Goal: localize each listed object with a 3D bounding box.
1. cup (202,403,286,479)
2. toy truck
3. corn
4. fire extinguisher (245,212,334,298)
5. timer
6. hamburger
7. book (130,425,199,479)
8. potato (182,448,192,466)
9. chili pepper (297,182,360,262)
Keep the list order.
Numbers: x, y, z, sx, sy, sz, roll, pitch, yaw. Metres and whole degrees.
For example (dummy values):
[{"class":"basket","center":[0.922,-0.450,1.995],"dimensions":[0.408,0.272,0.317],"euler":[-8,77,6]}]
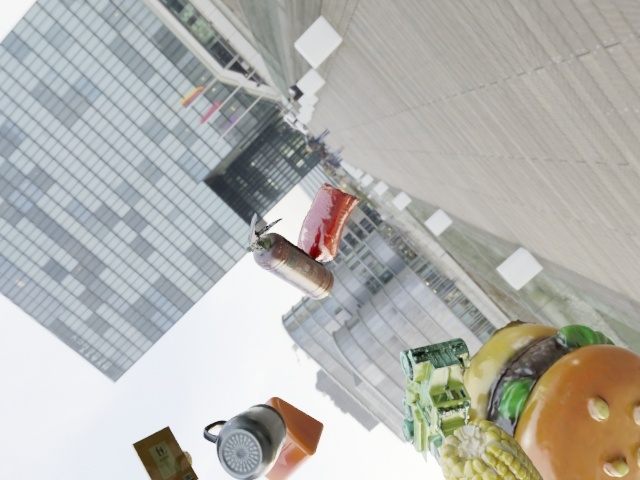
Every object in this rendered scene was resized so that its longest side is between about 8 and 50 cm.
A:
[{"class":"cup","center":[-0.209,0.544,1.178],"dimensions":[0.223,0.169,0.177],"euler":[11,-176,16]},{"class":"toy truck","center":[0.228,0.307,0.776],"dimensions":[0.135,0.129,0.259],"euler":[-116,17,-65]},{"class":"corn","center":[0.224,0.312,0.469],"dimensions":[0.244,0.093,0.093],"euler":[54,-174,-8]},{"class":"fire extinguisher","center":[-0.083,0.040,1.126],"dimensions":[0.344,0.138,0.102],"euler":[39,-167,-44]},{"class":"timer","center":[-0.161,0.744,1.590],"dimensions":[0.250,0.257,0.161],"euler":[41,-164,-1]},{"class":"hamburger","center":[0.494,0.382,0.849],"dimensions":[0.396,0.395,0.277],"euler":[44,169,-16]},{"class":"book","center":[-0.413,0.593,1.128],"dimensions":[0.172,0.012,0.118],"euler":[49,-156,20]},{"class":"potato","center":[-0.481,0.755,1.457],"dimensions":[0.096,0.066,0.103],"euler":[17,156,8]},{"class":"chili pepper","center":[-0.005,-0.002,1.294],"dimensions":[0.135,0.338,0.131],"euler":[27,-169,23]}]
